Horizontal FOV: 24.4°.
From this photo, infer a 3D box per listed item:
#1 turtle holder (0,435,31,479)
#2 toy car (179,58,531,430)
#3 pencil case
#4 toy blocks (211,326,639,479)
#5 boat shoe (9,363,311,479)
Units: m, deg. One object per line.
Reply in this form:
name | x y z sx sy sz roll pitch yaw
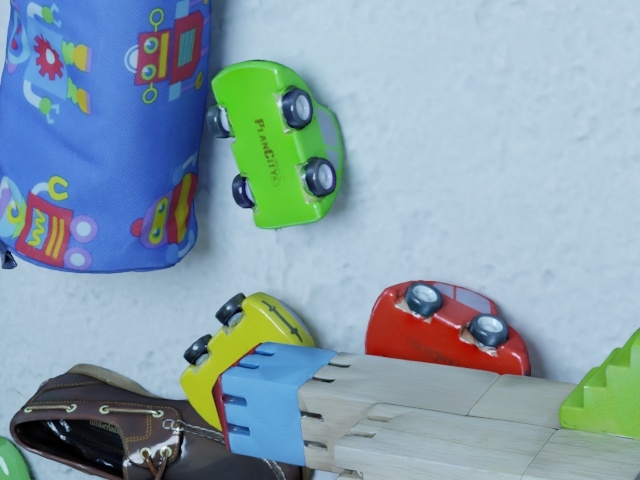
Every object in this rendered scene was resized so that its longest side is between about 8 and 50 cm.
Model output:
turtle holder | -0.253 0.282 1.051 0.243 0.320 0.227 24 128 61
toy car | 0.000 0.000 0.851 0.239 0.053 0.225 -7 106 34
pencil case | -0.124 -0.128 0.832 0.133 0.119 0.306 27 124 33
toy blocks | 0.055 0.214 0.785 0.261 0.191 0.381 5 113 29
boat shoe | -0.109 0.139 0.972 0.207 0.073 0.073 10 115 28
